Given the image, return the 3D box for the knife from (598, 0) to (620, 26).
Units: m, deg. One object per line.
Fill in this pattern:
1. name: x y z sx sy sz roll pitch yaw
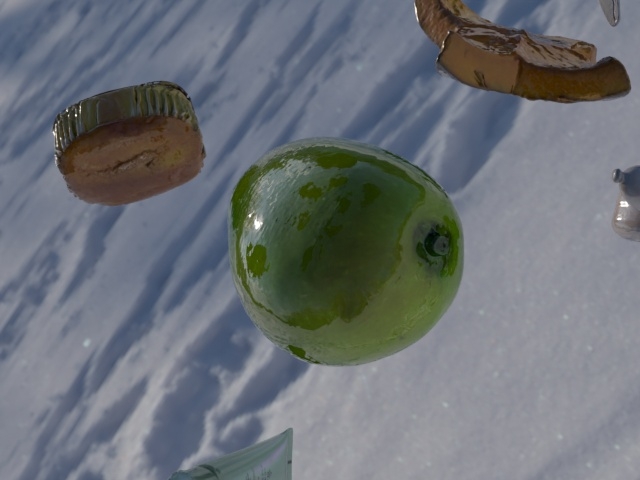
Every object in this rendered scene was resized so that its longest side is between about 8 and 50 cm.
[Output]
1. knife: 0.373 -0.398 1.563 0.058 0.032 0.244 4 93 55

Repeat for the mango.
1. mango: 0.000 0.000 1.062 0.192 0.156 0.343 -53 25 -3

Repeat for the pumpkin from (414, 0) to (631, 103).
1. pumpkin: 0.255 -0.256 1.589 0.290 0.258 0.095 -89 11 -64

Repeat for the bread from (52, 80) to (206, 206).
1. bread: -0.245 -0.120 1.537 0.190 0.132 0.114 -19 45 2

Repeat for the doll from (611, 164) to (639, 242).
1. doll: 0.302 -0.022 0.973 0.160 0.161 0.059 109 180 -83

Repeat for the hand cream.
1. hand cream: -0.084 0.248 1.259 0.049 0.205 0.078 0 90 31
